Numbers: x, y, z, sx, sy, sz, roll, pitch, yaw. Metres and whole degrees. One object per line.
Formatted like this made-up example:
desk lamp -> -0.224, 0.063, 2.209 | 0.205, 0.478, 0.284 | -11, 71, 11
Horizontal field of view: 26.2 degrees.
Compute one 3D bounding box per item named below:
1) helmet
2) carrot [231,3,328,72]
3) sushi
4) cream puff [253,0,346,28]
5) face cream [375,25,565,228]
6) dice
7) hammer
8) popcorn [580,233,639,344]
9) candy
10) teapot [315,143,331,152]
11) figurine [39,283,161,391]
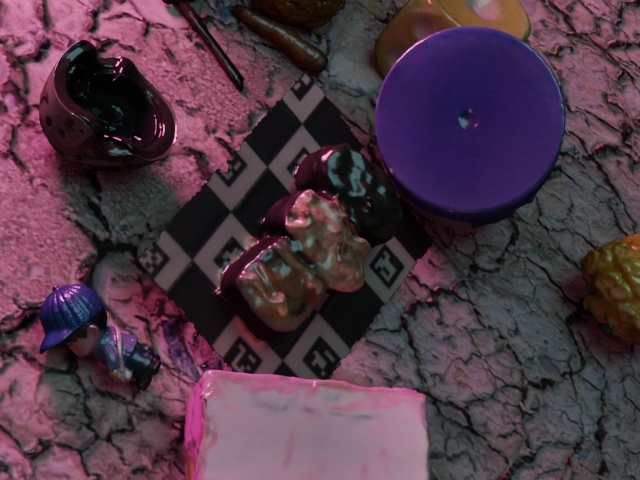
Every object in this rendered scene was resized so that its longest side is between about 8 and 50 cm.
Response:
helmet -> -0.276, -0.148, 1.696 | 0.177, 0.107, 0.153 | 26, 43, -42
carrot -> -0.058, -0.295, 1.989 | 0.165, 0.035, 0.035 | 35, 47, -5
sushi -> 0.000, 0.000, 1.672 | 0.296, 0.100, 0.373 | 52, 54, -17
cream puff -> -0.025, -0.390, 2.019 | 0.150, 0.115, 0.165 | 33, 46, -15
face cream -> 0.201, -0.146, 1.862 | 0.249, 0.225, 0.249 | 0, 86, 5
dice -> 0.197, -0.302, 2.068 | 0.169, 0.169, 0.166 | 44, 45, 1
hammer -> -0.153, -0.284, 1.926 | 0.065, 0.021, 0.178 | -27, 77, -43
popcorn -> 0.453, 0.071, 1.987 | 0.180, 0.180, 0.170 | 41, 82, -2
candy -> -0.018, 0.238, 1.541 | 0.265, 0.116, 0.155 | 7, 66, -11
teapot -> -0.010, -0.058, 1.828 | 0.111, 0.149, 0.108 | -2, 71, 9
figurine -> -0.249, 0.111, 1.551 | 0.149, 0.087, 0.086 | 31, 10, -13
